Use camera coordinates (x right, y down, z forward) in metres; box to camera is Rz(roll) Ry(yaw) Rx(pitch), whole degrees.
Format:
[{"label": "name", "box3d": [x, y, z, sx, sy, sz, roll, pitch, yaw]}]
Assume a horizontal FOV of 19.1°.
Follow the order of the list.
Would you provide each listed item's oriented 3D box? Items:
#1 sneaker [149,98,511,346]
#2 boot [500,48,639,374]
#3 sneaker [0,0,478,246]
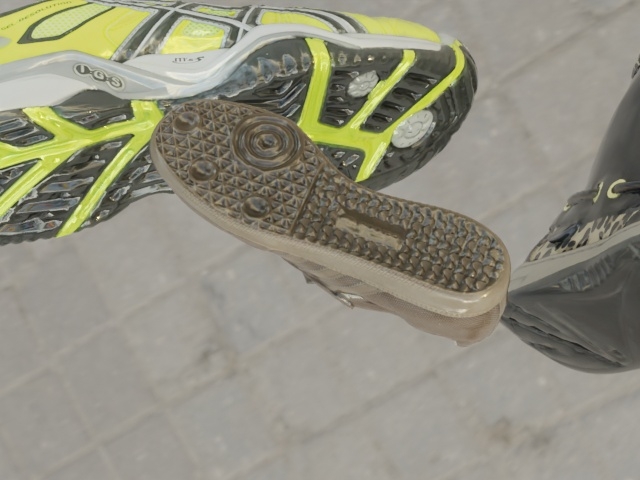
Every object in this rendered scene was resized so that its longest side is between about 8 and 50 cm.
[{"label": "sneaker", "box3d": [0.000, 0.000, 0.909, 0.188, 0.066, 0.071, 28, 150, 16]}, {"label": "boot", "box3d": [0.292, -0.060, 1.303, 0.138, 0.284, 0.377, 36, 155, -15]}, {"label": "sneaker", "box3d": [-0.083, -0.104, 1.171, 0.145, 0.385, 0.147, 108, 148, -43]}]
